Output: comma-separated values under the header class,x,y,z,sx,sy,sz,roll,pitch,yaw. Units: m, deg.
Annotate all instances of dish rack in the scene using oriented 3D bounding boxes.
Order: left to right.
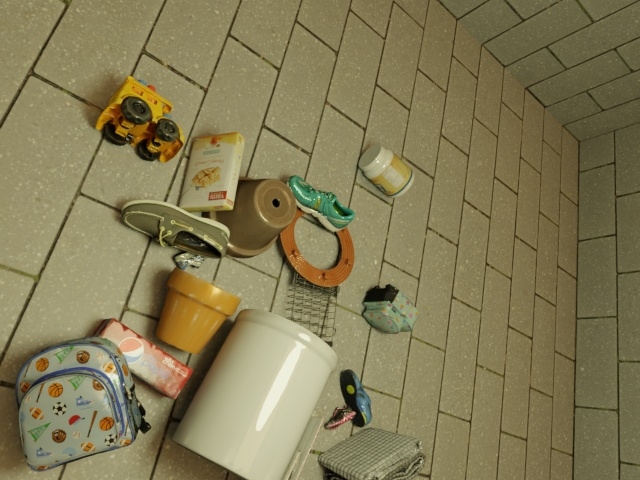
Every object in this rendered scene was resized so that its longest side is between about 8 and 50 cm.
class,x,y,z,sx,sy,sz,roll,pitch,yaw
dish rack,-0.034,0.234,1.681,0.208,0.074,0.271,21,66,-35

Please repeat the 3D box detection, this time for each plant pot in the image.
class,x,y,z,sx,sy,sz,roll,pitch,yaw
plant pot,-0.353,0.202,1.366,0.205,0.205,0.187,32,78,-29
plant pot,-0.197,-0.087,1.521,0.263,0.229,0.262,9,76,-37

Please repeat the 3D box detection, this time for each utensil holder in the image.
class,x,y,z,sx,sy,sz,roll,pitch,yaw
utensil holder,-0.176,0.434,1.360,0.328,0.328,0.385,42,60,-24

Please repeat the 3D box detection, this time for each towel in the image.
class,x,y,z,sx,sy,sz,roll,pitch,yaw
towel,0.172,0.736,1.624,0.284,0.235,0.121,-14,95,-39

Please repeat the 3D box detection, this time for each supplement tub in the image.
class,x,y,z,sx,sy,sz,roll,pitch,yaw
supplement tub,0.265,-0.280,1.985,0.200,0.144,0.144,37,59,-26

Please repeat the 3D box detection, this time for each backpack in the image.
class,x,y,z,sx,sy,sz,roll,pitch,yaw
backpack,-0.549,0.355,1.110,0.277,0.213,0.263,-11,84,-18
backpack,0.267,0.270,1.847,0.188,0.166,0.144,38,60,-22

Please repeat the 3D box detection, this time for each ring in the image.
class,x,y,z,sx,sy,sz,roll,pitch,yaw
ring,0.000,0.000,1.741,0.337,0.032,0.336,20,56,-33

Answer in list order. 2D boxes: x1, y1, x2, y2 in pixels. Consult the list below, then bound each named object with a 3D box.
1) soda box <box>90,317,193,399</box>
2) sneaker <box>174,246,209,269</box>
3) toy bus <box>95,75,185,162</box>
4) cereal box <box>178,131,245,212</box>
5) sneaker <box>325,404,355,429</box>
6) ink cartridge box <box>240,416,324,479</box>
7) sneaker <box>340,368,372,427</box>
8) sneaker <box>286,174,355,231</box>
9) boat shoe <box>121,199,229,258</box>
class,x,y,z,sx,sy,sz,roll,pitch,yaw
soda box,-0.474,0.312,1.301,0.263,0.084,0.092,43,57,-24
sneaker,-0.367,0.052,1.475,0.135,0.052,0.057,-19,102,-32
toy bus,-0.495,-0.360,1.417,0.220,0.150,0.211,30,47,-33
cereal box,-0.324,-0.203,1.483,0.047,0.173,0.240,39,53,-57
sneaker,0.061,0.603,1.694,0.120,0.047,0.057,-18,56,-30
ink cartridge box,-0.107,0.641,1.403,0.066,0.261,0.296,43,57,-22
sneaker,0.132,0.548,1.747,0.082,0.069,0.209,-18,92,-51
sneaker,0.003,-0.144,1.720,0.275,0.110,0.107,35,48,-21
boat shoe,-0.404,-0.027,1.387,0.305,0.109,0.091,18,45,-22
